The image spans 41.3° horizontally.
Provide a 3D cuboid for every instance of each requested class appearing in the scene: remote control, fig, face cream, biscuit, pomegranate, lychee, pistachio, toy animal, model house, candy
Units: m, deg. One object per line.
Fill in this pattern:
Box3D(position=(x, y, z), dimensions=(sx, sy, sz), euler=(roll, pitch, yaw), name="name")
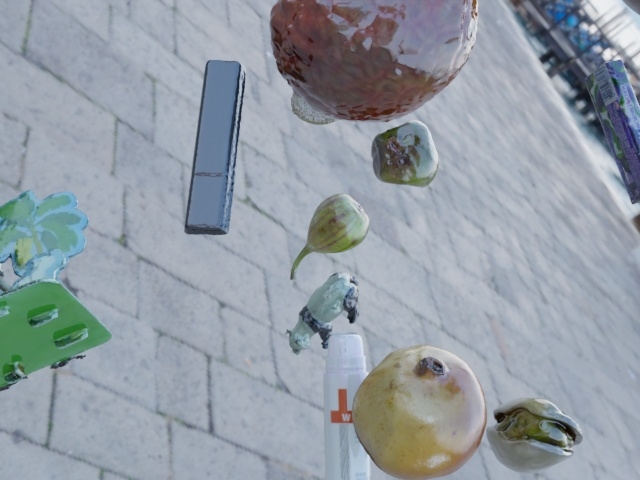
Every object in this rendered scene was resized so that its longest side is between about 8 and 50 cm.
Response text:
Box3D(position=(-0.137, -0.124, 1.113), dimensions=(0.025, 0.063, 0.245), euler=(74, 18, -70), name="remote control")
Box3D(position=(0.189, -0.175, 1.853), dimensions=(0.166, 0.144, 0.154), euler=(42, 56, -36), name="fig")
Box3D(position=(0.057, 0.366, 1.801), dimensions=(0.102, 0.102, 0.345), euler=(8, 79, -57), name="face cream")
Box3D(position=(0.006, -0.246, 1.473), dimensions=(0.015, 0.120, 0.120), euler=(74, -3, -54), name="biscuit")
Box3D(position=(0.188, 0.322, 1.621), dimensions=(0.264, 0.264, 0.264), euler=(40, 27, -25), name="pomegranate")
Box3D(position=(0.072, -0.269, 1.053), dimensions=(0.255, 0.255, 0.300), euler=(56, 34, 10), name="lychee")
Box3D(position=(0.464, 0.427, 1.844), dimensions=(0.197, 0.166, 0.288), euler=(19, -9, 0), name="pistachio")
Box3D(position=(0.007, 0.172, 1.972), dimensions=(0.094, 0.225, 0.121), euler=(47, 5, 33), name="toy animal")
Box3D(position=(-0.482, 0.032, 1.093), dimensions=(0.242, 0.358, 0.312), euler=(74, -8, -68), name="model house")
Box3D(position=(0.668, -0.237, 1.854), dimensions=(0.061, 0.088, 0.312), euler=(-14, 82, -19), name="candy")
Box3D(position=(0.009, 0.004, 1.355), dimensions=(0.093, 0.166, 0.093), euler=(37, -1, 1), name="fig")

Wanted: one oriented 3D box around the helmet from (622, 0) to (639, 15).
Box3D(position=(0.623, -0.478, 1.444), dimensions=(0.337, 0.230, 0.385), euler=(33, 16, 24), name="helmet")
